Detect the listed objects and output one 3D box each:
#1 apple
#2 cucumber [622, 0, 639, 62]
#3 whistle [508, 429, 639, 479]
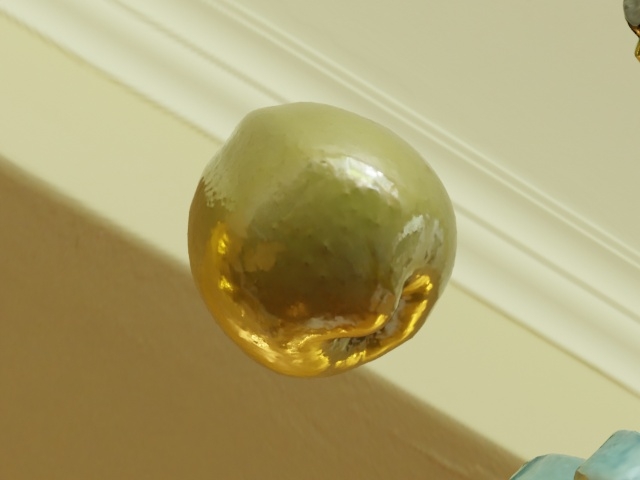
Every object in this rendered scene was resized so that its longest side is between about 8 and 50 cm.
[{"bbox_3d":[0.000,0.000,1.069,0.200,0.200,0.200,-1,-78,-5],"label":"apple"},{"bbox_3d":[0.191,-0.122,0.747,0.086,0.193,0.115,-34,-63,18],"label":"cucumber"},{"bbox_3d":[0.134,0.120,0.426,0.093,0.274,0.186,-37,-102,-22],"label":"whistle"}]
